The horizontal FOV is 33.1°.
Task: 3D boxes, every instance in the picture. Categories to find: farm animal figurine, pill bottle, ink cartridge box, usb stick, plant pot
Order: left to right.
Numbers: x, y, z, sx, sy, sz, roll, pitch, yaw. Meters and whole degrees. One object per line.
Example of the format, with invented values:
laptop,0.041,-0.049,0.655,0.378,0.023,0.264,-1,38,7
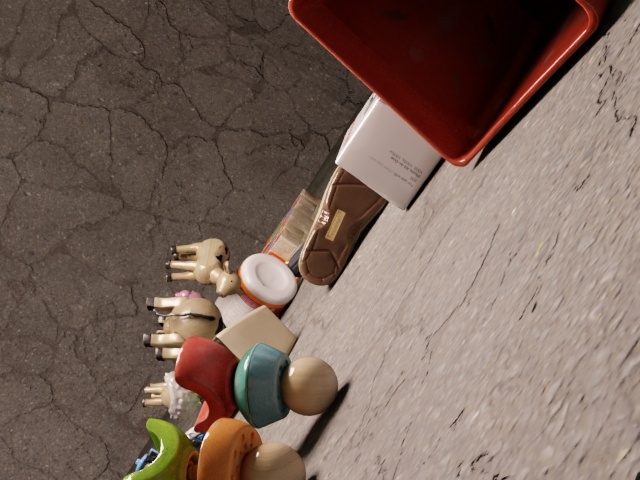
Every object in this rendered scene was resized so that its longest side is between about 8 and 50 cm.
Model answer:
farm animal figurine,-0.212,0.155,1.992,0.327,0.172,0.331,35,-126,-83
pill bottle,-0.147,0.137,2.160,0.221,0.121,0.121,-53,6,38
plant pot,-0.101,0.164,1.670,0.096,0.109,0.109,-45,0,-22
usb stick,0.000,0.000,2.059,0.077,0.045,0.278,-60,5,-27
ink cartridge box,0.151,-0.209,1.471,0.289,0.121,0.211,-55,4,18
plant pot,0.173,-0.293,1.152,0.236,0.267,0.267,-45,-3,-37

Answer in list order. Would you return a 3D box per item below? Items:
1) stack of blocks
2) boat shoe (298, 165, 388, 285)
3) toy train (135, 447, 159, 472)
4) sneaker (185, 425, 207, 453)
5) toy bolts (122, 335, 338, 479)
stack of blocks,-0.070,0.022,2.365,0.171,0.087,0.297,-54,5,22
boat shoe,0.042,-0.049,1.702,0.257,0.095,0.095,-57,-1,-2
toy train,-0.344,0.488,2.083,0.184,0.080,0.105,-59,-4,-10
sneaker,-0.205,0.340,1.656,0.191,0.071,0.083,-52,6,19
toy bolts,-0.065,0.213,1.067,0.229,0.158,0.218,-75,-24,-45
